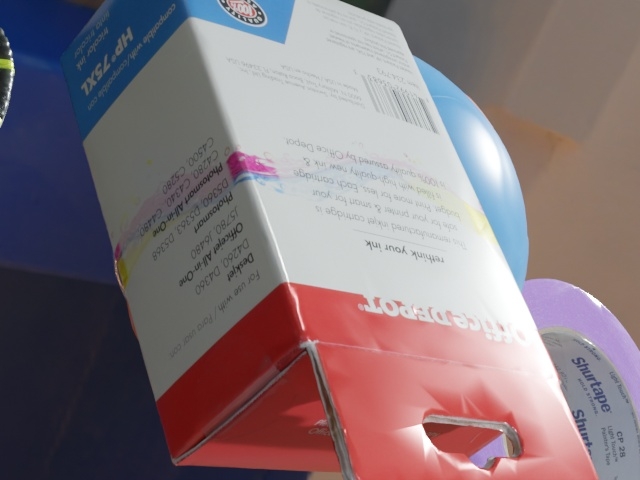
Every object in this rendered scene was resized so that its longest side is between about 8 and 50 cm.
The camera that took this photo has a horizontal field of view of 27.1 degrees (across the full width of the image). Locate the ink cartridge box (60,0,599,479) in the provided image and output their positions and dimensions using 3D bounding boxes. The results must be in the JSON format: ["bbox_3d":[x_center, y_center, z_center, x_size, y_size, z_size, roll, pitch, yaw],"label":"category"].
[{"bbox_3d":[-0.001,0.008,0.493,0.078,0.134,0.231,-42,-127,32],"label":"ink cartridge box"}]

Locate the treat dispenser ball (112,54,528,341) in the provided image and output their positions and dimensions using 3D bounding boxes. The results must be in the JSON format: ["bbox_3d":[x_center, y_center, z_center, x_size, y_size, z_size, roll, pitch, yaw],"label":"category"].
[{"bbox_3d":[0.000,0.000,0.927,0.288,0.288,0.288,-15,-111,47],"label":"treat dispenser ball"}]

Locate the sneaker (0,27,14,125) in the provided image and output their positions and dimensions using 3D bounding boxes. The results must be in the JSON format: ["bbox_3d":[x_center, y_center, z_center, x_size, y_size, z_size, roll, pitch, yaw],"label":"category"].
[{"bbox_3d":[-0.358,-0.158,1.195,0.147,0.145,0.385,121,-30,-47],"label":"sneaker"}]

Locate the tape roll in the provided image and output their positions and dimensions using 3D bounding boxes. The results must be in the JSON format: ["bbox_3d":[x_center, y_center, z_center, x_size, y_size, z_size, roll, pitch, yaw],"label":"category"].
[{"bbox_3d":[0.184,0.175,1.132,0.090,0.274,0.275,-22,-115,44],"label":"tape roll"}]
